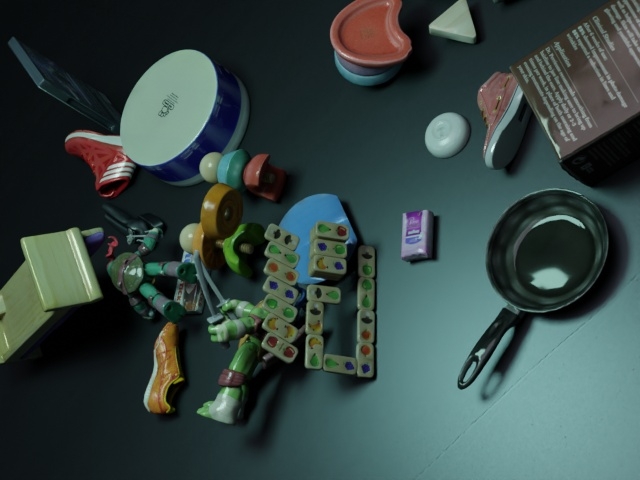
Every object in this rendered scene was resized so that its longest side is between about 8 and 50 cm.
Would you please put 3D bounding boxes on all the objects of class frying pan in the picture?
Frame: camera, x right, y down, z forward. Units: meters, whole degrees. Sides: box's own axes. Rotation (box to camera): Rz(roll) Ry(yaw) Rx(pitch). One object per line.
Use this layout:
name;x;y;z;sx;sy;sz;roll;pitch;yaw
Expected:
frying pan;0.328;0.078;1.574;0.197;0.053;0.326;2;73;38

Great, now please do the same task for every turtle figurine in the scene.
turtle figurine;-0.334;0.070;2.004;0.234;0.118;0.175;18;106;45
turtle figurine;-0.165;0.161;1.798;0.197;0.274;0.266;15;86;60

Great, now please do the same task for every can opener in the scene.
can opener;-0.395;-0.032;2.175;0.186;0.073;0.059;20;121;44

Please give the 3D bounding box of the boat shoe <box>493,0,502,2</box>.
boat shoe;0.305;-0.515;1.851;0.070;0.077;0.219;-22;59;26

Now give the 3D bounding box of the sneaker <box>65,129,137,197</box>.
sneaker;-0.486;-0.163;2.276;0.221;0.087;0.128;4;71;39

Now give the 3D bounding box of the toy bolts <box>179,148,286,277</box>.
toy bolts;-0.190;-0.076;1.937;0.158;0.218;0.229;12;69;27

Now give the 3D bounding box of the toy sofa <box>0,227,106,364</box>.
toy sofa;-0.540;0.115;2.085;0.362;0.177;0.150;-37;69;48

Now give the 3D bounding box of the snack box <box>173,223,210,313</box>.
snack box;-0.240;0.054;2.030;0.064;0.022;0.178;-5;67;36

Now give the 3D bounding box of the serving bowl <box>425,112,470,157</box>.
serving bowl;0.211;-0.183;1.798;0.083;0.027;0.083;-16;62;31

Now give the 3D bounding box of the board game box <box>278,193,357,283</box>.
board game box;0.000;0.000;1.871;0.133;0.033;0.169;-33;58;14

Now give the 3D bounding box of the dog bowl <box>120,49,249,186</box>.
dog bowl;-0.278;-0.249;2.146;0.264;0.104;0.265;-16;60;31

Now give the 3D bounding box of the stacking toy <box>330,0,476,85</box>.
stacking toy;0.150;-0.429;1.943;0.279;0.130;0.309;-3;68;7

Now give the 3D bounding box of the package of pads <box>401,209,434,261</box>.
package of pads;0.161;-0.007;1.751;0.050;0.032;0.083;-9;64;31

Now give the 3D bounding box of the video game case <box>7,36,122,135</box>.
video game case;-0.524;-0.317;2.249;0.026;0.274;0.196;-49;49;9

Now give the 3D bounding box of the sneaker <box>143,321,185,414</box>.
sneaker;-0.278;0.237;1.960;0.067;0.064;0.175;2;73;14

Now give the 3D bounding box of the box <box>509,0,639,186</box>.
box;0.493;-0.267;1.541;0.381;0.143;0.191;-33;61;22

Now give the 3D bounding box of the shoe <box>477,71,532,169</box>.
shoe;0.290;-0.198;1.727;0.081;0.063;0.178;14;73;42

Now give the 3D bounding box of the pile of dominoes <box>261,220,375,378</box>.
pile of dominoes;0.003;0.090;1.727;0.040;0.195;0.251;129;146;-60
